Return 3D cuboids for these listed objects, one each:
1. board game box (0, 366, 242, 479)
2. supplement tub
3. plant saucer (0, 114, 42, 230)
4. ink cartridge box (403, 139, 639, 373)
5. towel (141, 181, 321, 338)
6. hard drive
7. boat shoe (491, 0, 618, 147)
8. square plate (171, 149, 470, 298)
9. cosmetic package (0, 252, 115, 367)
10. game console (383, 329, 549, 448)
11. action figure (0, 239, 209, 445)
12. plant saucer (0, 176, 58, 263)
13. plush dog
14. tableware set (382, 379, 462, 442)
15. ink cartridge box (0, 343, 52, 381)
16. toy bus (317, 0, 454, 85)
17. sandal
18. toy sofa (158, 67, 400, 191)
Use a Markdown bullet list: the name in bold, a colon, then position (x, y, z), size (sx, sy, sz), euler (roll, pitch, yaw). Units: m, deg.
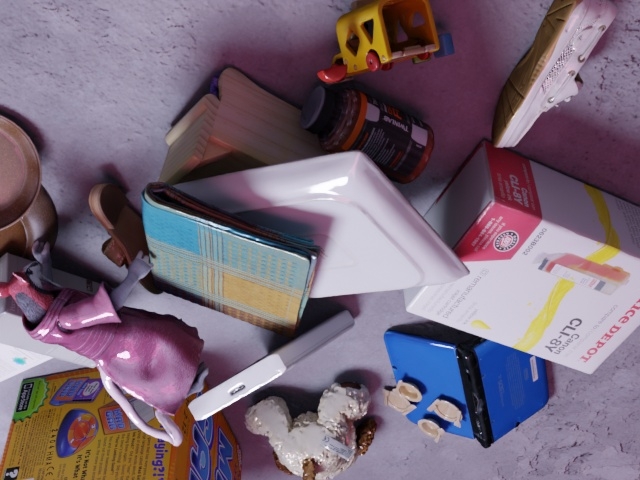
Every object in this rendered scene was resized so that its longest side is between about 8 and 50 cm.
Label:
- **board game box**: position (-0.377, 0.485, 1.988), size (0.356, 0.357, 0.356), euler (-11, 131, 9)
- **supplement tub**: position (0.069, -0.166, 1.568), size (0.198, 0.106, 0.106), euler (21, 129, -26)
- **plant saucer**: position (-0.541, -0.110, 1.617), size (0.198, 0.036, 0.199), euler (-3, 104, -13)
- **ink cartridge box**: position (0.369, 0.039, 1.732), size (0.384, 0.160, 0.279), euler (20, 129, -18)
- **towel**: position (-0.144, 0.041, 1.596), size (0.271, 0.040, 0.370), euler (21, 157, 3)
- **hard drive**: position (-0.079, 0.215, 1.813), size (0.203, 0.307, 0.040), euler (-32, 86, 25)
- **boat shoe**: position (0.346, -0.241, 1.519), size (0.096, 0.098, 0.277), euler (16, 129, -14)
- **square plate**: position (0.000, 0.000, 1.549), size (0.344, 0.049, 0.347), euler (-9, 145, 33)
- **cosmetic package**: position (-0.467, 0.125, 1.778), size (0.107, 0.127, 0.238), euler (-33, 142, 30)
- **game console**: position (0.293, 0.251, 2.014), size (0.250, 0.173, 0.293), euler (-31, 134, -15)
- **action figure**: position (-0.376, 0.149, 1.663), size (0.370, 0.276, 0.248), euler (27, 162, -39)
- **plant saucer**: position (-0.602, -0.028, 1.727), size (0.310, 0.050, 0.311), euler (-1, 131, -1)
- **plush dog**: position (0.000, 0.418, 2.070), size (0.262, 0.211, 0.225), euler (-15, 154, 11)
- **tableware set**: position (0.199, 0.333, 2.034), size (0.168, 0.020, 0.141), euler (31, 146, 7)
- **ink cartridge box**: position (-0.649, 0.195, 1.896), size (0.311, 0.065, 0.186), euler (-26, 129, 30)
- **toy bus**: position (0.075, -0.291, 1.454), size (0.202, 0.191, 0.104), euler (-11, 97, 16)
- **sandal**: position (-0.342, -0.005, 1.744), size (0.079, 0.088, 0.240), euler (1, 137, 28)
- **toy sofa**: position (-0.060, -0.104, 1.623), size (0.362, 0.177, 0.150), euler (24, 150, -23)
